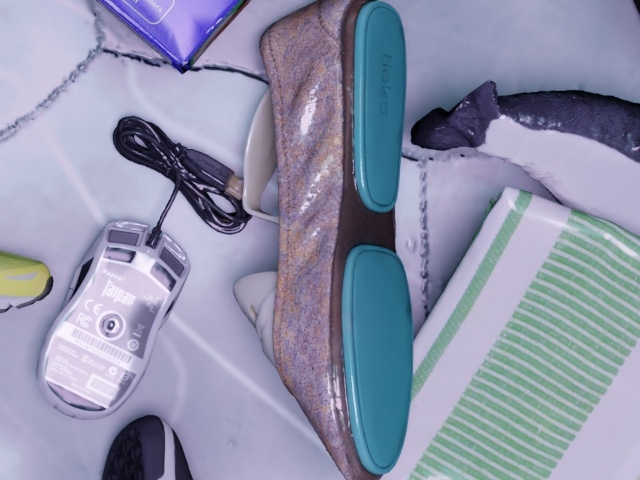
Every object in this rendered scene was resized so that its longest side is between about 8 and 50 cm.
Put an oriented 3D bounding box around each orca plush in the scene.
[{"bbox_3d":[0.193,-0.042,1.302,0.287,0.102,0.151,14,123,-14],"label":"orca plush"}]

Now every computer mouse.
[{"bbox_3d":[-0.126,0.024,1.292,0.106,0.042,0.193,29,85,-12],"label":"computer mouse"}]

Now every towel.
[{"bbox_3d":[0.206,0.131,1.266,0.325,0.038,0.247,29,114,3],"label":"towel"}]

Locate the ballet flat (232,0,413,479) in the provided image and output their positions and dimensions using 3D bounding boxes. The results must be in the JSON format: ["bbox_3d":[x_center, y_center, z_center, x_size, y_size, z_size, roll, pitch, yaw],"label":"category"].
[{"bbox_3d":[0.000,0.000,1.259,0.106,0.107,0.316,-5,75,29],"label":"ballet flat"}]

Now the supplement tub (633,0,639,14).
[{"bbox_3d":[0.302,-0.196,1.286,0.198,0.106,0.106,-23,96,-4],"label":"supplement tub"}]

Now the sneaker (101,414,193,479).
[{"bbox_3d":[-0.076,0.223,1.307,0.097,0.084,0.234,-14,97,-29],"label":"sneaker"}]

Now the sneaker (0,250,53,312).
[{"bbox_3d":[-0.266,-0.013,1.254,0.209,0.081,0.094,17,90,-7],"label":"sneaker"}]

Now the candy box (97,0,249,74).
[{"bbox_3d":[-0.082,-0.308,1.229,0.268,0.122,0.317,41,91,-6],"label":"candy box"}]
